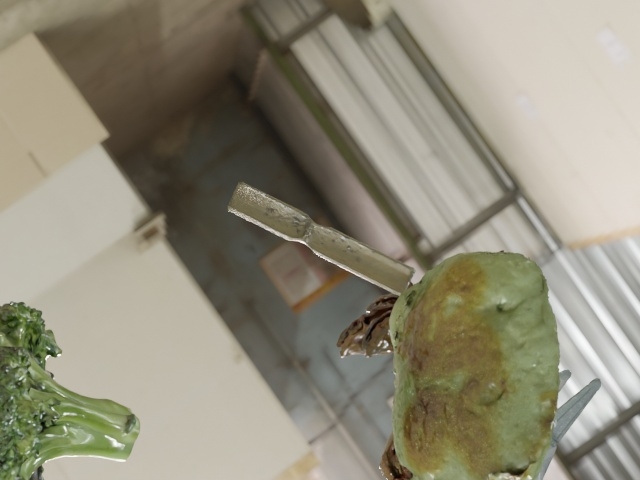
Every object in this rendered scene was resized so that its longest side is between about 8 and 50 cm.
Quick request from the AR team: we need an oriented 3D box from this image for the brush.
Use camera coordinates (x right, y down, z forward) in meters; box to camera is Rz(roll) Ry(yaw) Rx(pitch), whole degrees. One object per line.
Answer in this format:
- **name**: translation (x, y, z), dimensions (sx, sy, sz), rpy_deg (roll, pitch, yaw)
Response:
- **brush**: translation (0.000, 0.000, 1.738), dimensions (0.043, 0.248, 0.036), rpy_deg (-64, -179, -9)

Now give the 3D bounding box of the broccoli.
- **broccoli**: translation (-0.372, 0.222, 1.665), dimensions (0.235, 0.288, 0.260), rpy_deg (-5, 160, 31)

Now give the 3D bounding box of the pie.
- **pie**: translation (0.157, 0.148, 1.424), dimensions (0.105, 0.274, 0.257), rpy_deg (5, 177, -32)

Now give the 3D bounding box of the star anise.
- **star anise**: translation (0.150, 0.094, 2.001), dimensions (0.288, 0.088, 0.288), rpy_deg (-28, -177, 1)

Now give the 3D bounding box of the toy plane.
- **toy plane**: translation (0.238, 0.267, 1.696), dimensions (0.212, 0.088, 0.267), rpy_deg (-20, 141, -14)
